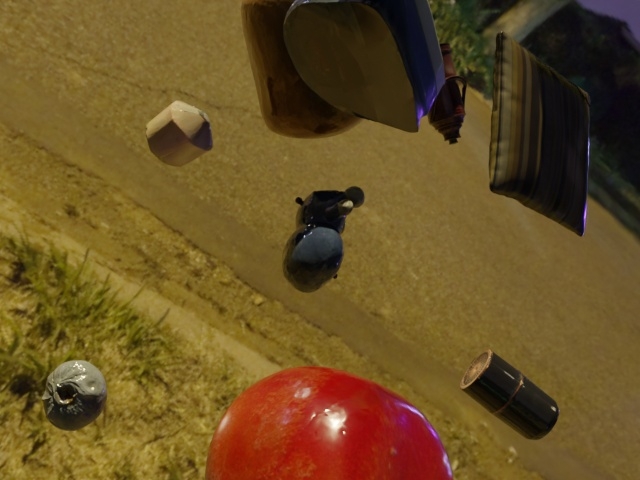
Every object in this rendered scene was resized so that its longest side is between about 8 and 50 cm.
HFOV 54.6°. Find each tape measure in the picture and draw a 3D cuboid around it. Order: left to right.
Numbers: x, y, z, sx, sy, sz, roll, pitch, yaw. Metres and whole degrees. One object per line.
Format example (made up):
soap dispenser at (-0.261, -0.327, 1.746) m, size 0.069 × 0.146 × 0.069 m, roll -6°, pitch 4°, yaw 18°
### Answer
tape measure at (0.074, -0.340, 1.063) m, size 0.262 × 0.138 × 0.259 m, roll 19°, pitch -29°, yaw 35°

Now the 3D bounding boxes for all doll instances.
doll at (0.000, 0.000, 1.460) m, size 0.154 × 0.228 × 0.258 m, roll 19°, pitch 56°, yaw -19°

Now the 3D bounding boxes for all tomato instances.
tomato at (0.014, 0.321, 0.805) m, size 0.325 × 0.293 × 0.289 m, roll 36°, pitch 63°, yaw -33°

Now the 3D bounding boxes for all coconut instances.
coconut at (-0.342, -0.270, 1.539) m, size 0.147 × 0.153 × 0.147 m, roll 50°, pitch 21°, yaw -27°

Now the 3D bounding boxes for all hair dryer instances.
hair dryer at (0.406, 0.323, 1.411) m, size 0.189 × 0.107 × 0.352 m, roll 38°, pitch 4°, yaw 3°

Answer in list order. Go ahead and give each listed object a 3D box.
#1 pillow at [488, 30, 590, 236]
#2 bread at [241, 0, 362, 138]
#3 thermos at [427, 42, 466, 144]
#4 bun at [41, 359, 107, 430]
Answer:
pillow at (0.282, -0.130, 0.789) m, size 0.212 × 0.052 × 0.208 m, roll 18°, pitch 74°, yaw -38°
bread at (-0.010, -0.440, 1.497) m, size 0.253 × 0.348 × 0.376 m, roll -73°, pitch 155°, yaw -67°
thermos at (0.289, -0.343, 1.488) m, size 0.099 × 0.124 × 0.232 m, roll -16°, pitch 94°, yaw -27°
bun at (-0.296, 0.185, 0.742) m, size 0.083 × 0.083 × 0.045 m, roll 52°, pitch -5°, yaw 14°
